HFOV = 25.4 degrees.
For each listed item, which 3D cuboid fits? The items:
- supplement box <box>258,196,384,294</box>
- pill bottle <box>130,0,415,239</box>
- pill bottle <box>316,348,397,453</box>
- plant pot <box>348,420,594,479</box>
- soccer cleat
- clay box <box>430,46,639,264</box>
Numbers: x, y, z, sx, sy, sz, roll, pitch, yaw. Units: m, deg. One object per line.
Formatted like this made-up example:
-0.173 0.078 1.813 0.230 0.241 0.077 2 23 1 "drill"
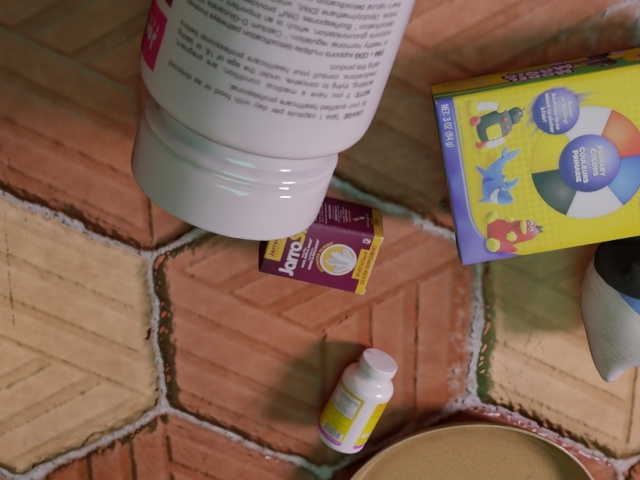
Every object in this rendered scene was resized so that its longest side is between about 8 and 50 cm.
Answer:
0.000 0.000 1.062 0.083 0.043 0.055 12 121 -9 "supplement box"
-0.024 -0.152 0.902 0.160 0.160 0.283 14 119 -10 "pill bottle"
0.031 0.128 1.140 0.043 0.043 0.083 20 118 -14 "pill bottle"
0.124 0.242 1.220 0.236 0.032 0.236 -1 121 -1 "plant pot"
0.362 0.054 1.080 0.331 0.116 0.143 2 130 3 "soccer cleat"
0.198 -0.066 1.013 0.222 0.053 0.127 -10 109 5 "clay box"
